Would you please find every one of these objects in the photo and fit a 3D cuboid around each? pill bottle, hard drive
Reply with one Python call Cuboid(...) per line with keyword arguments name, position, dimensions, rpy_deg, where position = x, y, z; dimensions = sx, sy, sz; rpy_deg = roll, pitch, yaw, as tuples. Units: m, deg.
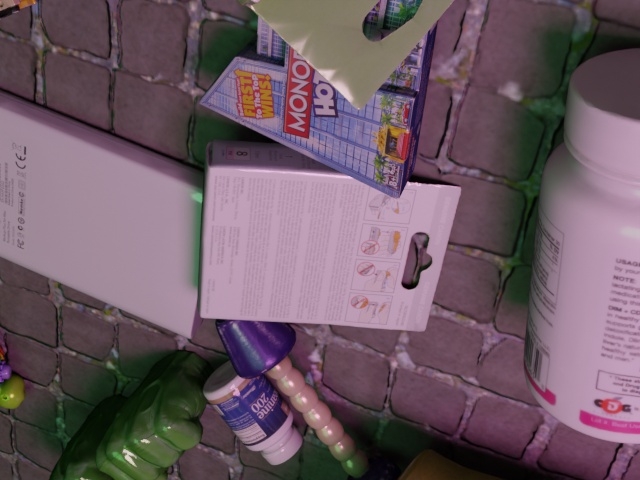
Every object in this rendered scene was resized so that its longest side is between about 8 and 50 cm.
Cuboid(name="pill bottle", position=(-0.073, 0.194, 1.085), dimensions=(0.067, 0.067, 0.120), rpy_deg=(-23, 111, 34))
Cuboid(name="hard drive", position=(-0.257, -0.032, 1.023), dimensions=(0.307, 0.040, 0.203), rpy_deg=(22, 129, 8))
Cuboid(name="pill bottle", position=(0.250, 0.006, 0.753), dimensions=(0.160, 0.160, 0.283), rpy_deg=(9, 126, 17))

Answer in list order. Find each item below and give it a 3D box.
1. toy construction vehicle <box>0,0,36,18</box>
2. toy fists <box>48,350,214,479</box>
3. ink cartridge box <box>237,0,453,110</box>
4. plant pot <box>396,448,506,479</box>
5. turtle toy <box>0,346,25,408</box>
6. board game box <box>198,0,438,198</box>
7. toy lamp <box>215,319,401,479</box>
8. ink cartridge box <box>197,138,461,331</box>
Cuboid(name="toy construction vehicle", position=(-0.295, -0.255, 0.893), dimensions=(0.098, 0.035, 0.086), rpy_deg=(-15, 105, 28))
Cuboid(name="toy fists", position=(-0.229, 0.245, 1.139), dimensions=(0.096, 0.142, 0.279), rpy_deg=(47, 128, -12))
Cuboid(name="ink cartridge box", position=(0.002, -0.232, 0.687), dimensions=(0.235, 0.056, 0.171), rpy_deg=(41, 89, -14))
Cuboid(name="plant pot", position=(0.191, 0.403, 0.964), dimensions=(0.353, 0.366, 0.366), rpy_deg=(31, 130, 16))
Cuboid(name="turtle toy", position=(-0.427, 0.168, 1.220), dimensions=(0.095, 0.066, 0.130), rpy_deg=(7, 132, 48))
Cuboid(name="board game box", position=(-0.006, -0.151, 0.818), dimensions=(0.194, 0.060, 0.194), rpy_deg=(15, 127, 13))
Cuboid(name="toy lamp", position=(-0.016, 0.177, 1.041), dimensions=(0.080, 0.080, 0.275), rpy_deg=(-24, 110, 34))
Cuboid(name="ink cartridge box", position=(0.000, 0.000, 0.930), dimensions=(0.232, 0.066, 0.189), rpy_deg=(1, 129, -9))
